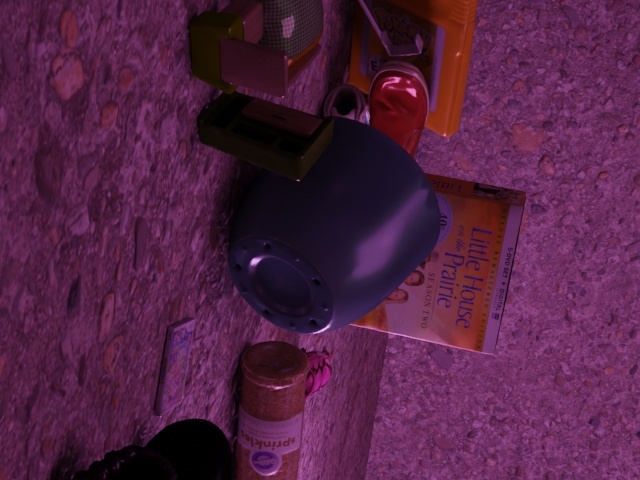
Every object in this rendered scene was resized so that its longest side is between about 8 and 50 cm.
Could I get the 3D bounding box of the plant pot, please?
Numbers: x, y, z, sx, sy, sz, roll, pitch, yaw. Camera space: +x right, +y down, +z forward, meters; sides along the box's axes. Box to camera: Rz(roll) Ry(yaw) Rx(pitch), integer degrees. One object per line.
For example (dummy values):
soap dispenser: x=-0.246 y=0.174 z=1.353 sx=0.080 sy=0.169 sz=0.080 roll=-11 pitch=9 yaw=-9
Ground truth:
plant pot: x=0.000 y=0.000 z=1.575 sx=0.235 sy=0.293 sz=0.293 roll=-50 pitch=153 yaw=-40

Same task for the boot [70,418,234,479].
boot: x=-0.199 y=0.295 z=1.213 sx=0.260 sy=0.131 sz=0.348 roll=91 pitch=16 yaw=-45

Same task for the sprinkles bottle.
sprinkles bottle: x=-0.091 y=0.353 z=1.865 sx=0.121 sy=0.121 sz=0.355 roll=-60 pitch=159 yaw=-59

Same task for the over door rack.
over door rack: x=0.056 y=-0.457 z=1.584 sx=0.324 sy=0.108 sz=0.240 roll=40 pitch=56 yaw=-40

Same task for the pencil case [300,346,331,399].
pencil case: x=-0.033 y=0.276 z=2.172 sx=0.098 sy=0.095 sz=0.209 roll=-44 pitch=175 yaw=8

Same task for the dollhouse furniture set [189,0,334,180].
dollhouse furniture set: x=-0.024 y=-0.257 z=1.354 sx=0.301 sy=0.151 sz=0.198 roll=-54 pitch=156 yaw=-42

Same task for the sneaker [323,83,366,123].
sneaker: x=0.032 y=-0.167 z=2.034 sx=0.169 sy=0.108 sz=0.293 roll=83 pitch=11 yaw=-55

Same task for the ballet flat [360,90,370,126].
ballet flat: x=0.137 y=-0.415 z=2.321 sx=0.124 sy=0.116 sz=0.342 roll=41 pitch=59 yaw=-54

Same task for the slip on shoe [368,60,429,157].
slip on shoe: x=0.145 y=-0.213 z=2.083 sx=0.331 sy=0.123 sz=0.101 roll=97 pitch=4 yaw=-46

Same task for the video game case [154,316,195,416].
video game case: x=-0.196 y=0.169 z=1.418 sx=0.087 sy=0.011 sz=0.122 roll=-20 pitch=121 yaw=-77

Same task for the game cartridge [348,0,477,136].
game cartridge: x=0.173 y=-0.401 z=2.070 sx=0.052 sy=0.285 sz=0.324 roll=-32 pitch=141 yaw=-33

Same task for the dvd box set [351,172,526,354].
dvd box set: x=0.120 y=0.021 z=1.810 sx=0.062 sy=0.420 sz=0.308 roll=-62 pitch=161 yaw=-57
